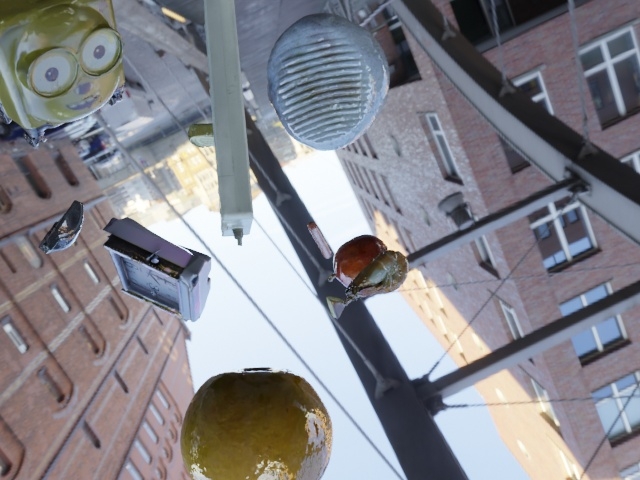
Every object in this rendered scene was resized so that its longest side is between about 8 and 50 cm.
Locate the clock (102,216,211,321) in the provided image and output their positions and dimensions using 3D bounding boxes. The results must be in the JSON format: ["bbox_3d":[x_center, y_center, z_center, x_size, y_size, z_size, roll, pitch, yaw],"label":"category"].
[{"bbox_3d":[-0.307,0.058,0.934,0.253,0.187,0.083,115,0,-60],"label":"clock"}]

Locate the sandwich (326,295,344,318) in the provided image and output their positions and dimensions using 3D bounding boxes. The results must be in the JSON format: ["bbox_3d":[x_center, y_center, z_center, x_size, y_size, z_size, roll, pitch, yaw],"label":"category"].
[{"bbox_3d":[0.046,0.182,1.368,0.044,0.083,0.031,-34,-135,-16],"label":"sandwich"}]

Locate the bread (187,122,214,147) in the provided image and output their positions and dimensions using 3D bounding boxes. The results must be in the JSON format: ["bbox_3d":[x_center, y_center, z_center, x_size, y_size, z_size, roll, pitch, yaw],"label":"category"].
[{"bbox_3d":[-0.404,-0.388,1.775,0.157,0.064,0.117,-5,172,4],"label":"bread"}]

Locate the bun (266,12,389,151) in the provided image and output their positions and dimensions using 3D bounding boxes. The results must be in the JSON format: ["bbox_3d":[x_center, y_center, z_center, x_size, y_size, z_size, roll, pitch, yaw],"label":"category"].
[{"bbox_3d":[0.021,-0.435,1.351,0.362,0.361,0.211,-21,-166,19],"label":"bun"}]

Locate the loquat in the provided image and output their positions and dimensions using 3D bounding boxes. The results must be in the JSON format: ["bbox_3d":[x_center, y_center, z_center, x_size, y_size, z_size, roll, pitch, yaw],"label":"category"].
[{"bbox_3d":[-0.111,0.367,0.896,0.275,0.274,0.275,-24,-165,7],"label":"loquat"}]

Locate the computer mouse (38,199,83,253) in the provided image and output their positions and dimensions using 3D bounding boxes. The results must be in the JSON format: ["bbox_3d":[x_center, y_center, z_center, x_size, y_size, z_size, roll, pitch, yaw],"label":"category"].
[{"bbox_3d":[-0.769,-0.033,1.469,0.126,0.071,0.231,-42,-152,17],"label":"computer mouse"}]

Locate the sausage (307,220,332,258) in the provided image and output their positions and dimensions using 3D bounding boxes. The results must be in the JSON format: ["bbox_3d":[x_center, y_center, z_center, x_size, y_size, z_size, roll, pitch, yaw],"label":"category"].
[{"bbox_3d":[0.000,0.000,1.606,0.035,0.147,0.030,-24,-156,16],"label":"sausage"}]

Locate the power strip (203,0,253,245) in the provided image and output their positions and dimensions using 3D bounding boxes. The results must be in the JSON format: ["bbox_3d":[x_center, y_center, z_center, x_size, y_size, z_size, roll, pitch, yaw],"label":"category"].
[{"bbox_3d":[-0.126,-0.170,0.656,0.043,0.366,0.106,-4,169,-12],"label":"power strip"}]

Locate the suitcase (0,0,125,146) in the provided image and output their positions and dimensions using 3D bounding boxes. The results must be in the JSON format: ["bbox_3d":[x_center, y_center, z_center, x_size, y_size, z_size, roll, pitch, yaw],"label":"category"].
[{"bbox_3d":[-0.395,-0.272,0.713,0.194,0.143,0.234,-42,166,-32],"label":"suitcase"}]

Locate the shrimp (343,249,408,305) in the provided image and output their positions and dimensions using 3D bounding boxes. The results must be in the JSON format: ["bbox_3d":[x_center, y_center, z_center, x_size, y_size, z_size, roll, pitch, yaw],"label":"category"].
[{"bbox_3d":[0.126,0.091,1.115,0.184,0.091,0.043,-31,-177,-10],"label":"shrimp"}]

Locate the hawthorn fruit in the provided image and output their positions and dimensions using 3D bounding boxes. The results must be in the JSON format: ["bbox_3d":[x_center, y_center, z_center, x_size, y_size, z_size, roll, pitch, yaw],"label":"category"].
[{"bbox_3d":[0.138,0.093,1.770,0.254,0.205,0.205,-29,-166,10],"label":"hawthorn fruit"}]
